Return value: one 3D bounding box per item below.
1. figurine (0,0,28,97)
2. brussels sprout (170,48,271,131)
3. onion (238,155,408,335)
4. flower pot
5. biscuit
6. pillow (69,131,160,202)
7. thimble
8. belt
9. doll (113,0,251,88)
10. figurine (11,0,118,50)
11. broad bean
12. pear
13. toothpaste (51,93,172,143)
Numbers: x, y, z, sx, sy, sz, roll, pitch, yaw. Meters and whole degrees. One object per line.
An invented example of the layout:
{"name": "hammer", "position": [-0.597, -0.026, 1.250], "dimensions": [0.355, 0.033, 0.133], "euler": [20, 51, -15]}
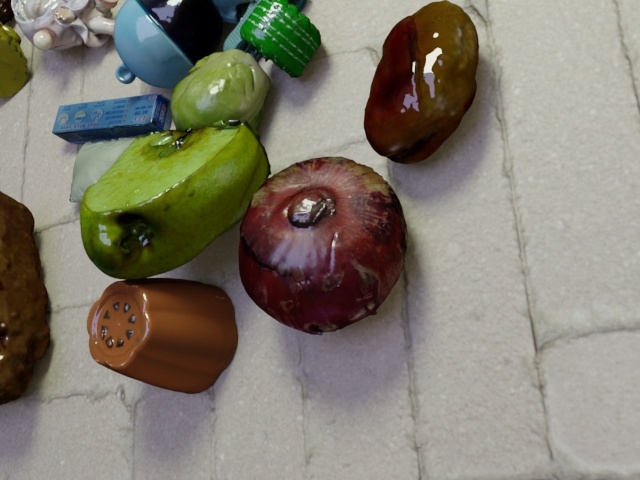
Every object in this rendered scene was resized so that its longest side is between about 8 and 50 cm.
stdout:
{"name": "figurine", "position": [-0.761, -0.494, 1.502], "dimensions": [0.168, 0.187, 0.315], "euler": [-37, 53, 22]}
{"name": "brussels sprout", "position": [-0.165, -0.220, 1.098], "dimensions": [0.183, 0.131, 0.145], "euler": [-27, 43, 22]}
{"name": "onion", "position": [0.000, 0.000, 0.905], "dimensions": [0.246, 0.190, 0.246], "euler": [-8, 60, 14]}
{"name": "flower pot", "position": [-0.249, 0.136, 1.023], "dimensions": [0.191, 0.173, 0.190], "euler": [-9, 71, 26]}
{"name": "biscuit", "position": [-0.681, 0.127, 1.276], "dimensions": [0.343, 0.166, 0.395], "euler": [-19, 70, 23]}
{"name": "pillow", "position": [-0.383, -0.134, 1.243], "dimensions": [0.229, 0.051, 0.128], "euler": [0, 74, 32]}
{"name": "thimble", "position": [-0.061, -0.324, 1.063], "dimensions": [0.118, 0.130, 0.090], "euler": [36, 97, -7]}
{"name": "belt", "position": [-0.104, -0.377, 1.120], "dimensions": [0.179, 0.100, 0.065], "euler": [-49, 55, 13]}
{"name": "doll", "position": [-0.241, -0.387, 1.179], "dimensions": [0.314, 0.141, 0.177], "euler": [-40, 91, 2]}
{"name": "figurine", "position": [-0.502, -0.455, 1.354], "dimensions": [0.276, 0.133, 0.200], "euler": [6, 68, 26]}
{"name": "broad bean", "position": [0.139, -0.218, 0.923], "dimensions": [0.156, 0.122, 0.228], "euler": [3, 70, 56]}
{"name": "pear", "position": [-0.216, -0.046, 0.991], "dimensions": [0.238, 0.164, 0.255], "euler": [-2, 39, 29]}
{"name": "toothpaste", "position": [-0.401, -0.231, 1.280], "dimensions": [0.272, 0.053, 0.066], "euler": [1, 73, 31]}
